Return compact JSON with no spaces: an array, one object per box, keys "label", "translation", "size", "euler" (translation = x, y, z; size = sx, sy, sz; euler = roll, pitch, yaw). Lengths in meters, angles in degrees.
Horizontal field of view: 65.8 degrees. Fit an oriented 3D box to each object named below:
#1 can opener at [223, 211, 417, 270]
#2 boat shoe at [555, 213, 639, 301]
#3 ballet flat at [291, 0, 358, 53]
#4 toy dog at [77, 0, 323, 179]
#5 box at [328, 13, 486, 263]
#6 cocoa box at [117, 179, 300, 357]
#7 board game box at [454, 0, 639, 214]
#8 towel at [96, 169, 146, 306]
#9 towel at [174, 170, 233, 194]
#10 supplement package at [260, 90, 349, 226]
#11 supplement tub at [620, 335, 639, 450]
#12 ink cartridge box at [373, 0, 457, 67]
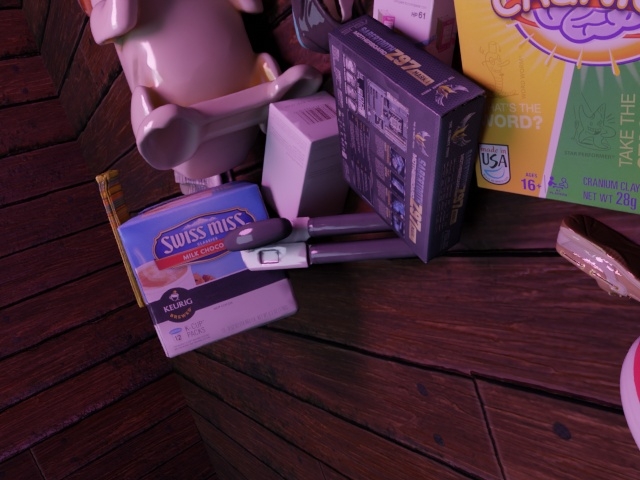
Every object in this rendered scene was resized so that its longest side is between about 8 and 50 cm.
[{"label":"can opener","translation":[0.000,0.000,0.700],"size":[0.284,0.095,0.075],"euler":[-5,89,21]},{"label":"boat shoe","translation":[0.288,0.028,0.476],"size":[0.135,0.050,0.045],"euler":[52,151,39]},{"label":"ballet flat","translation":[-0.007,-0.376,0.602],"size":[0.096,0.095,0.280],"euler":[9,129,43]},{"label":"toy dog","translation":[-0.224,-0.334,0.820],"size":[0.407,0.285,0.395],"euler":[63,167,5]},{"label":"box","translation":[0.090,-0.108,0.567],"size":[0.183,0.059,0.232],"euler":[51,164,34]},{"label":"cocoa box","translation":[-0.206,0.024,0.933],"size":[0.347,0.232,0.227],"euler":[-148,40,-75]},{"label":"board game box","translation":[0.219,-0.176,0.373],"size":[0.242,0.064,0.316],"euler":[19,135,49]},{"label":"towel","translation":[-0.336,-0.007,0.872],"size":[0.102,0.021,0.237],"euler":[-120,18,-73]},{"label":"towel","translation":[-0.318,-0.240,1.180],"size":[0.312,0.056,0.323],"euler":[16,125,51]},{"label":"supplement package","translation":[-0.018,-0.121,0.768],"size":[0.105,0.105,0.179],"euler":[47,144,28]},{"label":"supplement tub","translation":[0.340,0.069,0.285],"size":[0.191,0.191,0.272],"euler":[48,144,26]},{"label":"ink cartridge box","translation":[0.104,-0.236,0.556],"size":[0.089,0.052,0.122],"euler":[37,138,39]}]
